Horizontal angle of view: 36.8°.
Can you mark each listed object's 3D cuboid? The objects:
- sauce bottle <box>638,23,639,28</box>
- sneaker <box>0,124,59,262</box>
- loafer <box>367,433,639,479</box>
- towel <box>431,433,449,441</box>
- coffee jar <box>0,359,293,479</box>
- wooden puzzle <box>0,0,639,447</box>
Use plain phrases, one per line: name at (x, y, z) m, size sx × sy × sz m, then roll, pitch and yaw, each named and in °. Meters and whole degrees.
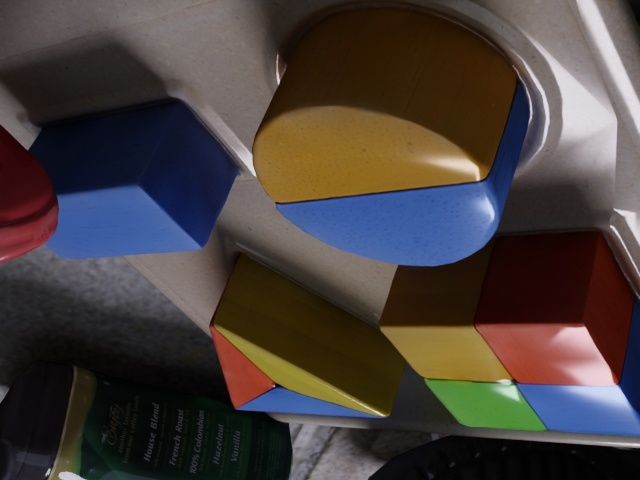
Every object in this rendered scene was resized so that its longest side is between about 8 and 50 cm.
sauce bottle at (0.242, -0.043, 0.494) m, size 0.345 × 0.111 × 0.111 m, roll 6°, pitch 130°, yaw -10°
sneaker at (-0.190, -0.087, 0.371) m, size 0.221 × 0.087 × 0.128 m, roll 28°, pitch 124°, yaw 12°
loafer at (0.164, 0.201, 0.639) m, size 0.366 × 0.133 × 0.130 m, roll 11°, pitch 158°, yaw -31°
towel at (0.171, 0.097, 0.663) m, size 0.197 × 0.029 × 0.144 m, roll -10°, pitch 131°, yaw 2°
coffee jar at (-0.118, 0.134, 0.620) m, size 0.184 × 0.079 × 0.096 m, roll 17°, pitch 150°, yaw -21°
wooden puzzle at (0.000, 0.000, 0.435) m, size 0.322 × 0.080 × 0.348 m, roll -4°, pitch 137°, yaw 36°
